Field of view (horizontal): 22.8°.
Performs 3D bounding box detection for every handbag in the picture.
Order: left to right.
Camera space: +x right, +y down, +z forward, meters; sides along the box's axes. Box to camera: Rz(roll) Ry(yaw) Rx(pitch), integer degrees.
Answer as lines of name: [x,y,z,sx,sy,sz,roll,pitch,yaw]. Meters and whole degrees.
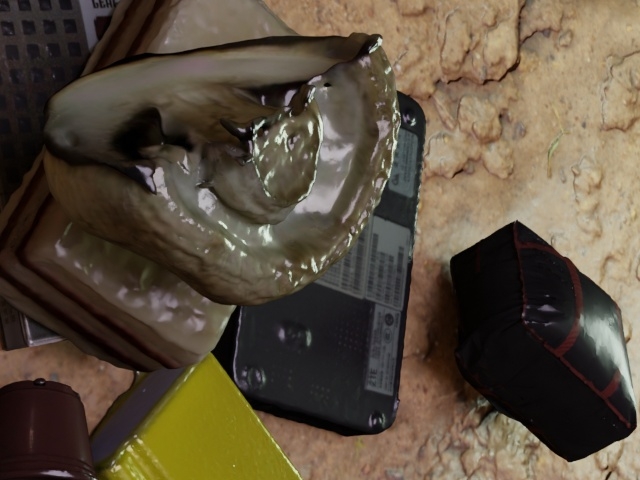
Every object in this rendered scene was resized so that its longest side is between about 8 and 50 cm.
handbag: [0.230,0.101,1.646,0.215,0.155,0.169,42,36,-29]

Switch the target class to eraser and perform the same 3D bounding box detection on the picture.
eraser: [-0.101,0.221,1.372,0.226,0.069,0.158,56,49,-19]

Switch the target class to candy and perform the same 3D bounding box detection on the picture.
candy: [-0.125,-0.062,1.301,0.179,0.135,0.321,40,57,-27]

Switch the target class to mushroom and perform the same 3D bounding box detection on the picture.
mushroom: [-0.073,-0.046,1.148,0.267,0.189,0.164,-38,129,-47]

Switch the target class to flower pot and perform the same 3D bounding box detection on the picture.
flower pot: [-0.225,0.164,1.259,0.111,0.111,0.089,20,53,-38]

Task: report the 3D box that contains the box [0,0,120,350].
box: [-0.214,-0.081,1.346,0.180,0.047,0.325,-10,87,-43]

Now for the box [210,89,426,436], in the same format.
box: [0.000,0.000,1.521,0.211,0.058,0.350,21,68,-39]
